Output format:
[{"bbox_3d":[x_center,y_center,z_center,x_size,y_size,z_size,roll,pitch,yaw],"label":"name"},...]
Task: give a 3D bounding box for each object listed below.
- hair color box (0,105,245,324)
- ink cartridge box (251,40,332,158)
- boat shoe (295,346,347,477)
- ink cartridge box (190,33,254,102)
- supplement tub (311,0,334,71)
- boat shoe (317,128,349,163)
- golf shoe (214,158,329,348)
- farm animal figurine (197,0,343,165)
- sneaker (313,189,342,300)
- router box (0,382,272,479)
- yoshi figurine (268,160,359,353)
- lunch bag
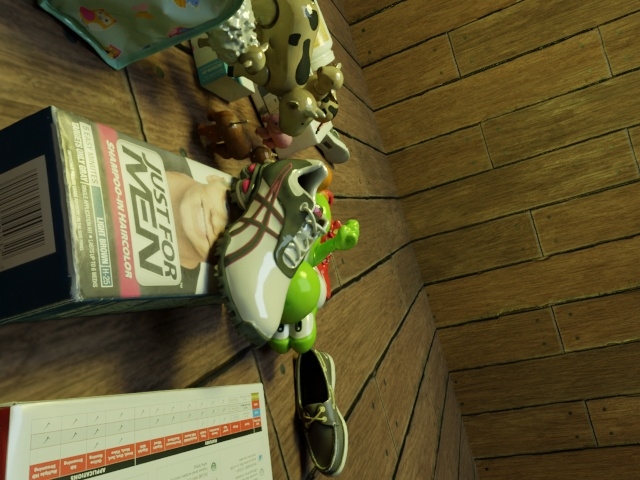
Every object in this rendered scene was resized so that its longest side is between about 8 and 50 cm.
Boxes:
[{"bbox_3d":[-0.187,-0.008,0.532,0.347,0.105,0.174,12,64,-69],"label":"hair color box"},{"bbox_3d":[-0.082,-0.361,1.072,0.198,0.115,0.273,-66,136,-61],"label":"ink cartridge box"},{"bbox_3d":[-0.007,0.307,0.818,0.069,0.081,0.228,47,26,-47],"label":"boat shoe"},{"bbox_3d":[-0.195,-0.373,0.856,0.104,0.061,0.181,2,72,-70],"label":"ink cartridge box"},{"bbox_3d":[-0.053,-0.603,1.298,0.144,0.144,0.200,-76,144,-55],"label":"supplement tub"},{"bbox_3d":[0.028,-0.314,1.393,0.219,0.078,0.070,36,43,-57],"label":"boat shoe"},{"bbox_3d":[-0.054,-0.005,0.557,0.105,0.120,0.273,55,28,-49],"label":"golf shoe"},{"bbox_3d":[-0.053,-0.280,0.787,0.330,0.172,0.327,-48,149,-45],"label":"farm animal figurine"},{"bbox_3d":[0.000,0.000,1.008,0.107,0.118,0.279,39,39,-57],"label":"sneaker"},{"bbox_3d":[-0.155,0.297,0.410,0.335,0.082,0.301,32,45,-62],"label":"router box"},{"bbox_3d":[-0.050,0.010,0.795,0.203,0.203,0.362,28,50,-43],"label":"yoshi figurine"},{"bbox_3d":[-0.198,-0.377,0.555,0.160,0.262,0.223,37,42,-59],"label":"lunch bag"}]
